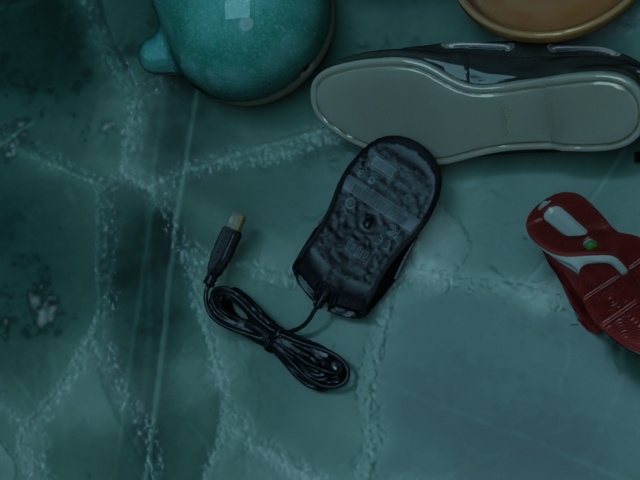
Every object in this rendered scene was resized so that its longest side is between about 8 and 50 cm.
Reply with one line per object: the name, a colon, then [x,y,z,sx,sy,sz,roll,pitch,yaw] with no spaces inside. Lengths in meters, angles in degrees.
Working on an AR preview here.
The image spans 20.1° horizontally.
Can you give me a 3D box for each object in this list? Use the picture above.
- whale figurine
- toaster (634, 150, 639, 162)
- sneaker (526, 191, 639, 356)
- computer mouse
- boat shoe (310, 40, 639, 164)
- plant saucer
whale figurine: [-0.113,-0.260,1.814,0.216,0.141,0.272,-46,72,1]
toaster: [0.391,-0.088,1.649,0.168,0.186,0.110,-23,76,-1]
sneaker: [0.279,0.054,1.649,0.087,0.128,0.221,-33,43,3]
computer mouse: [0.000,0.000,1.778,0.184,0.060,0.262,28,97,13]
boat shoe: [0.161,-0.139,1.762,0.335,0.095,0.112,3,115,18]
plant saucer: [0.227,-0.268,1.764,0.200,0.037,0.200,-8,57,12]
